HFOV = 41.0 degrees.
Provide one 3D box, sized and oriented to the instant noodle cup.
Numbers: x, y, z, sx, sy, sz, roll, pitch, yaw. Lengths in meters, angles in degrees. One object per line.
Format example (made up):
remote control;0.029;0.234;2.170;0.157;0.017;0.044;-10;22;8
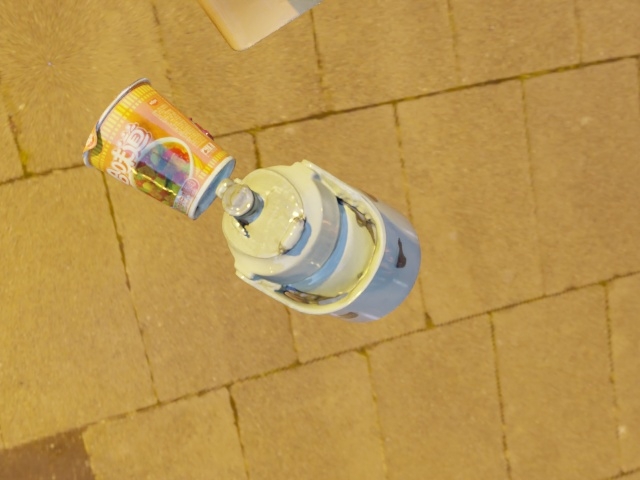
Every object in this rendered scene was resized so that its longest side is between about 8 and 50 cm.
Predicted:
instant noodle cup;-0.236;-0.129;1.303;0.185;0.168;0.168;34;90;2

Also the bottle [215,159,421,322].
bottle;0.000;0.000;1.283;0.229;0.229;0.351;-60;148;1

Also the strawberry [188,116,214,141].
strawberry;-0.291;-0.167;1.552;0.208;0.087;0.167;36;101;-11

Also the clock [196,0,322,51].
clock;-0.125;-0.391;0.898;0.200;0.244;0.317;-38;142;11
